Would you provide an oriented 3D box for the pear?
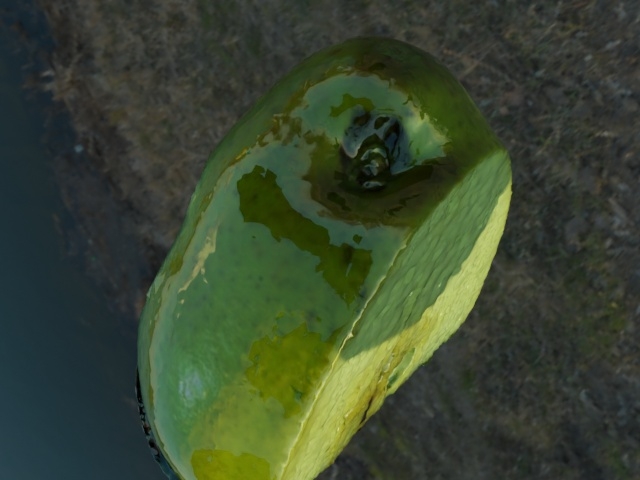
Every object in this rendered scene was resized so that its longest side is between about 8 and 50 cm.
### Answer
[{"bbox_3d":[0.000,0.000,0.632,0.159,0.292,0.292,34,136,17],"label":"pear"}]
